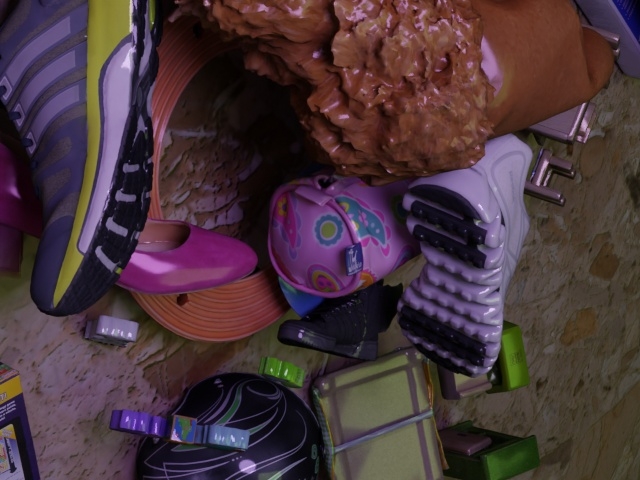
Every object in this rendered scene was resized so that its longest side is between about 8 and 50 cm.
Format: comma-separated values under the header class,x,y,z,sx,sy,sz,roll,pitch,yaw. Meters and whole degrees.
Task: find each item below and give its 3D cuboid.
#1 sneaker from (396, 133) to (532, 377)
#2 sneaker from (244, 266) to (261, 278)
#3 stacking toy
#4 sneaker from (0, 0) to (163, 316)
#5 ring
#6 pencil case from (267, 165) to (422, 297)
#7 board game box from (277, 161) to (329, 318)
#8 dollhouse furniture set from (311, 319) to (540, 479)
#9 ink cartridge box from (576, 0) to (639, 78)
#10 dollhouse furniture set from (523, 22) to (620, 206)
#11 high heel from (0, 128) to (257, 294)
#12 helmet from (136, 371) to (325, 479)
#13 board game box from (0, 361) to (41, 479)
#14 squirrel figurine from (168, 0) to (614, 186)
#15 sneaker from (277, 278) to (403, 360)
class,x,y,z,sx,sy,sz,roll,pitch,yaw
sneaker,0.141,0.020,1.119,0.118,0.110,0.292,-49,157,-31
sneaker,-0.088,0.037,1.211,0.083,0.031,0.035,-22,123,-45
stacking toy,-0.124,0.172,1.095,0.221,0.052,0.166,16,72,-21
sneaker,-0.189,-0.091,0.905,0.111,0.121,0.299,69,25,-75
ring,-0.080,-0.071,1.145,0.337,0.032,0.336,-16,111,-49
pencil case,0.072,-0.046,1.174,0.284,0.124,0.124,-29,128,-43
board game box,0.000,0.000,1.214,0.133,0.033,0.168,20,78,-47
dollhouse furniture set,0.100,0.219,1.511,0.302,0.151,0.197,-14,97,-29
ink cartridge box,0.407,-0.369,1.618,0.371,0.069,0.175,36,77,-55
dollhouse furniture set,0.251,-0.175,1.492,0.242,0.161,0.212,16,94,-76
high heel,-0.163,-0.027,0.976,0.244,0.082,0.117,7,112,-12
helmet,-0.090,0.225,1.204,0.161,0.170,0.169,-50,143,-51
board game box,-0.313,0.193,0.987,0.170,0.048,0.141,-30,126,-41
squirrel figurine,0.046,-0.249,0.987,0.397,0.281,0.370,-45,122,-62
sneaker,0.021,0.067,1.183,0.170,0.051,0.089,20,78,-52
